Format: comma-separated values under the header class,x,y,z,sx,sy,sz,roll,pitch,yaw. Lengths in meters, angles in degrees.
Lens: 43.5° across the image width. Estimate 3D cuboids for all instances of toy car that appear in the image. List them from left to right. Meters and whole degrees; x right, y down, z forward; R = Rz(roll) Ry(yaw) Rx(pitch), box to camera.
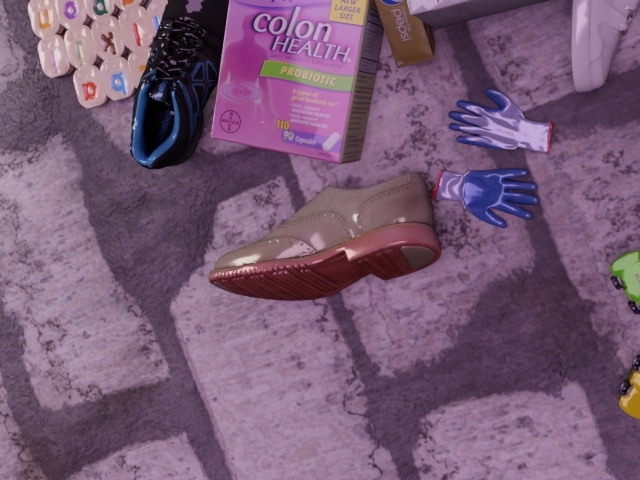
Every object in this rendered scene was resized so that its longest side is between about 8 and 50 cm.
class,x,y,z,sx,sy,sz,roll,pitch,yaw
toy car,0.491,0.112,1.140,0.239,0.053,0.225,-34,87,19

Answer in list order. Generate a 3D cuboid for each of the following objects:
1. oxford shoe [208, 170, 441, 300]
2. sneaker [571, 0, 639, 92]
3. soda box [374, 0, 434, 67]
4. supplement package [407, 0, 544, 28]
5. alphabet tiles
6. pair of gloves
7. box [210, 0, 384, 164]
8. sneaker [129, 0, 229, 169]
class,x,y,z,sx,sy,sz,roll,pitch,yaw
oxford shoe,0.000,0.000,1.266,0.397,0.140,0.146,-13,63,24
sneaker,0.426,-0.341,1.063,0.169,0.108,0.292,7,99,20
soda box,0.112,-0.342,1.144,0.058,0.061,0.181,-11,128,20
supplement package,0.222,-0.388,1.076,0.203,0.194,0.149,-10,96,19
alphabet tiles,-0.365,-0.377,1.363,0.284,0.021,0.278,-12,94,19
pair of gloves,0.257,-0.123,1.197,0.159,0.023,0.198,14,103,15
box,-0.033,-0.256,1.221,0.213,0.117,0.243,14,102,16
sneaker,-0.212,-0.268,1.259,0.125,0.139,0.341,17,105,2
